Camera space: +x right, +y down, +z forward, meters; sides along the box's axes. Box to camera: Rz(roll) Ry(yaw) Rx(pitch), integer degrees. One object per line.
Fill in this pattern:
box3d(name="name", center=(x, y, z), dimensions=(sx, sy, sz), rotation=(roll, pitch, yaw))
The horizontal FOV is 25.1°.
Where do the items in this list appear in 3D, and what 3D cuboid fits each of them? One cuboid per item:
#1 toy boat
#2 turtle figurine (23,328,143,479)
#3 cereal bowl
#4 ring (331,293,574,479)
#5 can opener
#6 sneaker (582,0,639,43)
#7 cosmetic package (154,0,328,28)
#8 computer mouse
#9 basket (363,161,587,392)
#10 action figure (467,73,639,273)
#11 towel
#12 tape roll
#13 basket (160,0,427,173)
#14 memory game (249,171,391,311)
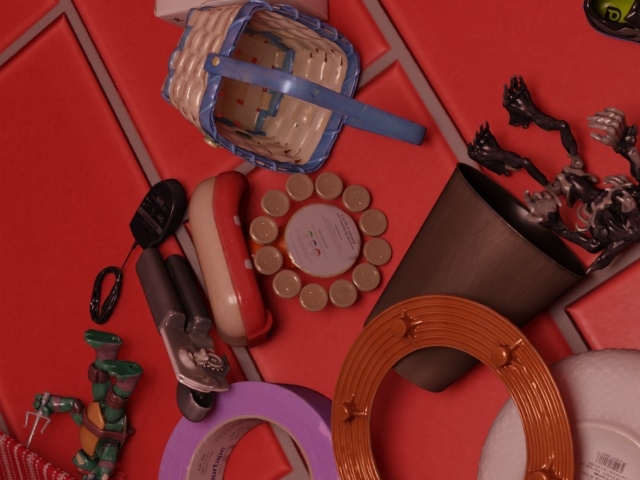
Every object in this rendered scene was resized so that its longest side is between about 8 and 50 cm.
box3d(name="toy boat", center=(-0.084, 0.017, 1.876), dimensions=(0.151, 0.151, 0.231), rotation=(-15, 74, -6))
box3d(name="turtle figurine", center=(-0.313, 0.249, 1.957), dimensions=(0.175, 0.118, 0.234), rotation=(34, 113, 31))
box3d(name="cereal bowl", center=(0.322, 0.285, 1.602), dimensions=(0.339, 0.141, 0.338), rotation=(-4, 81, 29))
box3d(name="ring", center=(0.135, 0.228, 1.622), dimensions=(0.337, 0.032, 0.336), rotation=(3, 95, 40))
box3d(name="can opener", center=(-0.191, 0.123, 1.877), dimensions=(0.095, 0.076, 0.283), rotation=(-61, 32, 22))
box3d(name="sneaker", center=(0.392, -0.257, 1.678), dimensions=(0.188, 0.078, 0.067), rotation=(16, 90, 28))
box3d(name="cosmetic package", center=(-0.108, -0.472, 1.933), dimensions=(0.197, 0.155, 0.365), rotation=(-5, 81, 28))
box3d(name="computer mouse", center=(-0.253, 0.018, 2.010), dimensions=(0.071, 0.041, 0.242), rotation=(47, 112, 34))
box3d(name="basket", center=(0.168, 0.057, 1.715), dimensions=(0.204, 0.154, 0.227), rotation=(46, 108, 19))
box3d(name="action figure", center=(0.298, -0.072, 1.668), dimensions=(0.276, 0.141, 0.164), rotation=(38, 88, 29))
box3d(name="towel", center=(-0.403, 0.340, 1.966), dimensions=(0.275, 0.031, 0.198), rotation=(24, 136, 34))
box3d(name="tape roll", center=(-0.071, 0.319, 1.834), dimensions=(0.275, 0.090, 0.274), rotation=(-4, 81, 28))
box3d(name="basket", center=(-0.038, -0.185, 1.806), dimensions=(0.289, 0.255, 0.201), rotation=(16, 88, 47))
box3d(name="memory game", center=(0.000, 0.000, 1.825), dimensions=(0.186, 0.012, 0.186), rotation=(3, 74, -11))
